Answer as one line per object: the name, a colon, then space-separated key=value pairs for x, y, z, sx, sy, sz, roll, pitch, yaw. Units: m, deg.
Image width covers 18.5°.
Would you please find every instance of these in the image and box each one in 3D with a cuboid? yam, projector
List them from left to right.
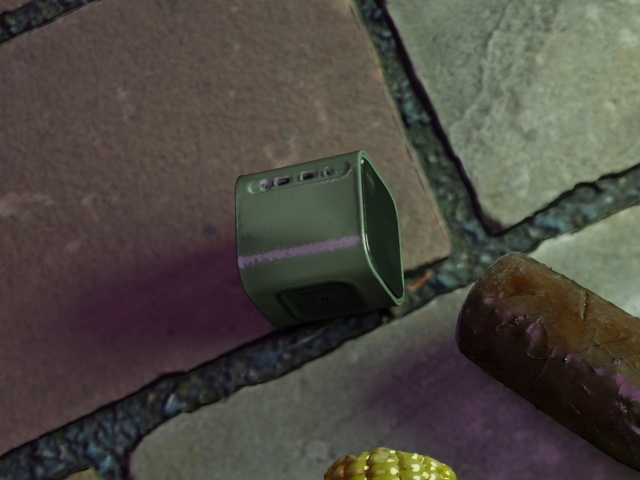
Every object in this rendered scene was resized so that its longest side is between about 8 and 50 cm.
projector: x=0.000 y=0.000 z=1.193 sx=0.082 sy=0.083 sz=0.083 roll=-11 pitch=61 yaw=16
yam: x=0.150 y=0.070 z=1.108 sx=0.141 sy=0.079 sz=0.079 roll=31 pitch=78 yaw=32

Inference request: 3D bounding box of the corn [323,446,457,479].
corn: x=0.050 y=0.228 z=1.053 sx=0.093 sy=0.093 sz=0.244 roll=-18 pitch=58 yaw=12
